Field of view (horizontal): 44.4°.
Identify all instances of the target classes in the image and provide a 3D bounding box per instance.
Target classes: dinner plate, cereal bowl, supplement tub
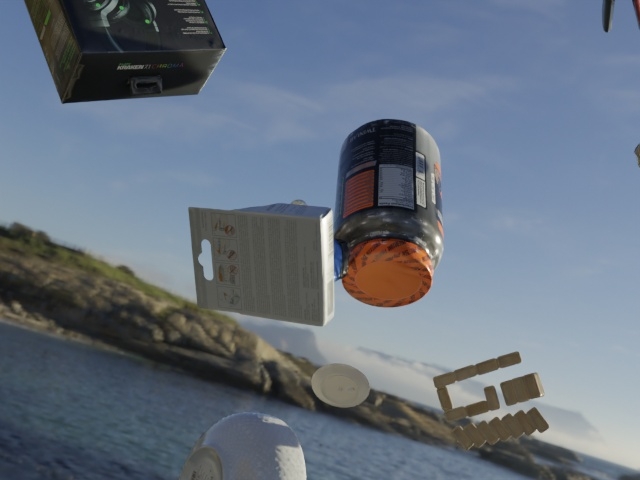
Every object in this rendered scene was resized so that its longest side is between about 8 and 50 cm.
[{"bbox_3d":[0.047,0.350,1.868,0.141,0.141,0.017,18,34,-3],"label":"dinner plate"},{"bbox_3d":[-0.191,0.513,1.604,0.141,0.338,0.339,25,-12,-38],"label":"cereal bowl"},{"bbox_3d":[0.129,-0.054,1.495,0.207,0.337,0.207,3,-40,3],"label":"supplement tub"}]

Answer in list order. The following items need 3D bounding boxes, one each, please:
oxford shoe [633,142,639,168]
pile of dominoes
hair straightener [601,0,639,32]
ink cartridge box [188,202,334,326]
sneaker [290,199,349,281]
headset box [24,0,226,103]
[{"bbox_3d":[0.732,-0.221,1.498,0.169,0.130,0.449,-20,-14,-11],"label":"oxford shoe"},{"bbox_3d":[0.416,0.391,1.903,0.251,0.195,0.040,-23,-18,27],"label":"pile of dominoes"},{"bbox_3d":[0.295,-0.275,0.829,0.089,0.047,0.230,6,-3,27],"label":"hair straightener"},{"bbox_3d":[-0.093,0.032,1.283,0.233,0.188,0.066,7,22,24],"label":"ink cartridge box"},{"bbox_3d":[-0.001,0.000,1.330,0.058,0.152,0.085,-29,-10,38],"label":"sneaker"},{"bbox_3d":[-0.318,-0.361,1.254,0.246,0.283,0.131,-13,-19,-37],"label":"headset box"}]
